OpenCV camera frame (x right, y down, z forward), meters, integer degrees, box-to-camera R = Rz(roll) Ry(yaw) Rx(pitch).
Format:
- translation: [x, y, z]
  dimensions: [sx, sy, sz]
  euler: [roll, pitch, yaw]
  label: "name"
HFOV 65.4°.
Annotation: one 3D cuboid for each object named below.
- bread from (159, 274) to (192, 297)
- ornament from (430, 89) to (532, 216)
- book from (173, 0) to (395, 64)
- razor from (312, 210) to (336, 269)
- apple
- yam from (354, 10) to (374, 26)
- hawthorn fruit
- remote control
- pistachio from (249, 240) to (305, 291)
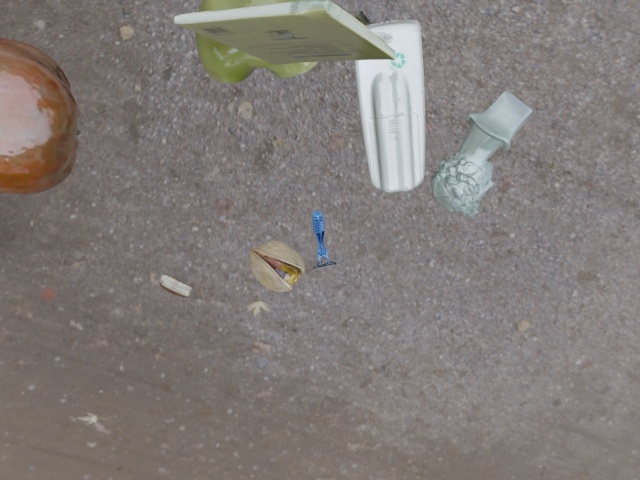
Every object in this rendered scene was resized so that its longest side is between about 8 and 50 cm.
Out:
- translation: [-0.477, 0.150, 1.619]
  dimensions: [0.109, 0.043, 0.062]
  euler: [32, 153, -23]
  label: "bread"
- translation: [0.344, -0.195, 1.093]
  dimensions: [0.130, 0.120, 0.285]
  euler: [29, 96, 18]
  label: "ornament"
- translation: [-0.028, -0.216, 0.536]
  dimensions: [0.168, 0.192, 0.013]
  euler: [7, 99, 25]
  label: "book"
- translation: [0.000, 0.000, 1.612]
  dimensions: [0.082, 0.042, 0.253]
  euler: [-13, 139, -4]
  label: "razor"
- translation: [-0.173, -0.617, 1.407]
  dimensions: [0.320, 0.359, 0.312]
  euler: [14, 155, -32]
  label: "apple"
- translation: [0.118, -0.502, 1.188]
  dimensions: [0.027, 0.129, 0.033]
  euler: [-1, 139, -31]
  label: "yam"
- translation: [-0.416, -0.153, 0.582]
  dimensions: [0.252, 0.199, 0.199]
  euler: [5, 123, -38]
  label: "hawthorn fruit"
- translation: [0.098, -0.175, 0.682]
  dimensions: [0.090, 0.049, 0.230]
  euler: [-4, 120, 10]
  label: "remote control"
- translation: [-0.136, 0.079, 1.560]
  dimensions: [0.158, 0.230, 0.157]
  euler: [-10, 109, -31]
  label: "pistachio"
